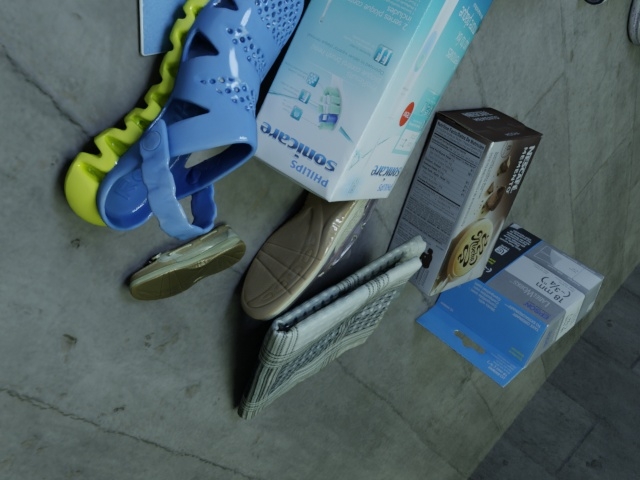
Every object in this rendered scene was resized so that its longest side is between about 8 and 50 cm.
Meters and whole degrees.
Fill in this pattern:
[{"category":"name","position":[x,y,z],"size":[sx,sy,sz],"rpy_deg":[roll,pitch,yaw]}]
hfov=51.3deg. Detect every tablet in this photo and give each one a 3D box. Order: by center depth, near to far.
[{"category":"tablet","position":[-0.149,-0.221,0.638],"size":[0.054,0.006,0.083],"rpy_deg":[-24,138,-38]}]

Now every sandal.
[{"category":"sandal","position":[-0.107,-0.122,0.658],"size":[0.317,0.138,0.126],"rpy_deg":[-56,152,3]}]

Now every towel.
[{"category":"towel","position":[0.023,0.149,1.071],"size":[0.324,0.056,0.312],"rpy_deg":[-29,157,-34]}]

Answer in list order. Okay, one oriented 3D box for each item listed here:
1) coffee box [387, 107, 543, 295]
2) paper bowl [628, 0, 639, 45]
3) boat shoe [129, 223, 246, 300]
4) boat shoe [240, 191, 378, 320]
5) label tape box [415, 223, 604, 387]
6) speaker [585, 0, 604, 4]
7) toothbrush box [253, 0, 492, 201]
[{"category":"coffee box","position":[0.244,-0.070,1.160],"size":[0.168,0.119,0.297],"rpy_deg":[-13,130,-44]},{"category":"paper bowl","position":[0.792,-0.527,1.398],"size":[0.284,0.148,0.284],"rpy_deg":[-33,143,-29]},{"category":"boat shoe","position":[-0.167,0.025,0.816],"size":[0.153,0.048,0.056],"rpy_deg":[-26,151,-25]},{"category":"boat shoe","position":[0.000,0.000,0.942],"size":[0.285,0.103,0.092],"rpy_deg":[-56,143,-6]},{"category":"label tape box","position":[0.408,0.124,1.429],"size":[0.334,0.241,0.106],"rpy_deg":[-30,141,-32]},{"category":"speaker","position":[0.531,-0.474,1.204],"size":[0.136,0.055,0.055],"rpy_deg":[-34,142,-28]},{"category":"toothbrush box","position":[0.064,-0.201,0.767],"size":[0.295,0.126,0.216],"rpy_deg":[-61,163,14]}]
